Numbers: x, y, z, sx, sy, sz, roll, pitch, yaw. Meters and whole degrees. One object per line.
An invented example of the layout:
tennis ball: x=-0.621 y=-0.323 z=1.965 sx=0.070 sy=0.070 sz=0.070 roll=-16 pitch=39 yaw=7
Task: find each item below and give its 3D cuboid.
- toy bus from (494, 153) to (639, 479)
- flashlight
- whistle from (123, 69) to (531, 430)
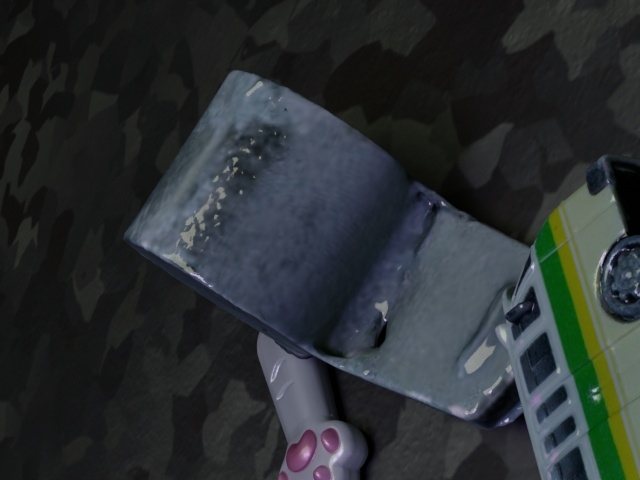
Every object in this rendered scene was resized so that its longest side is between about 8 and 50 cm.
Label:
toy bus: x=0.206 y=0.102 z=0.932 sx=0.165 sy=0.134 sz=0.276 roll=-44 pitch=44 yaw=39
flashlight: x=-0.015 y=0.139 z=1.298 sx=0.093 sy=0.048 sz=0.200 roll=-46 pitch=42 yaw=30
whistle: x=0.020 y=0.016 z=1.219 sx=0.405 sy=0.188 sz=0.168 roll=30 pitch=83 yaw=22
